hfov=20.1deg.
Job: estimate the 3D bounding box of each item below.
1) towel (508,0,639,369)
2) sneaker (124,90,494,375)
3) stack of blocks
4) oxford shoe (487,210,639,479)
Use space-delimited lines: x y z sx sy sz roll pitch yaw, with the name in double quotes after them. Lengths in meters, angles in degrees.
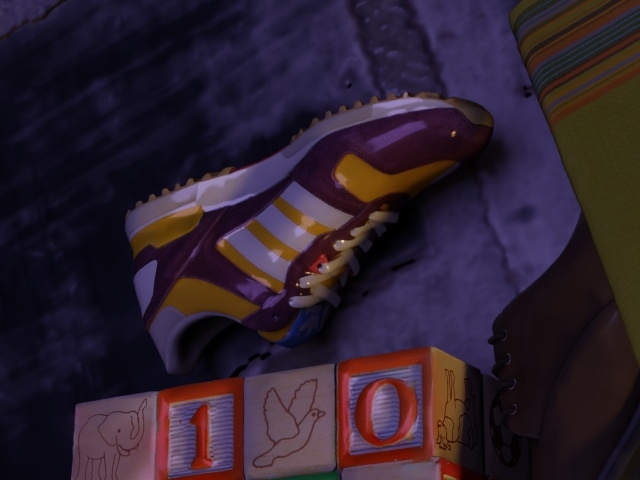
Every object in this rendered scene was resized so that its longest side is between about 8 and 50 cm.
0.138 -0.043 0.673 0.102 0.021 0.237 -30 37 16 "towel"
0.000 0.000 0.781 0.185 0.069 0.084 -23 71 31 "sneaker"
-0.062 0.155 0.746 0.297 0.087 0.171 -12 67 29 "stack of blocks"
0.104 0.069 0.681 0.096 0.083 0.227 9 66 36 "oxford shoe"
